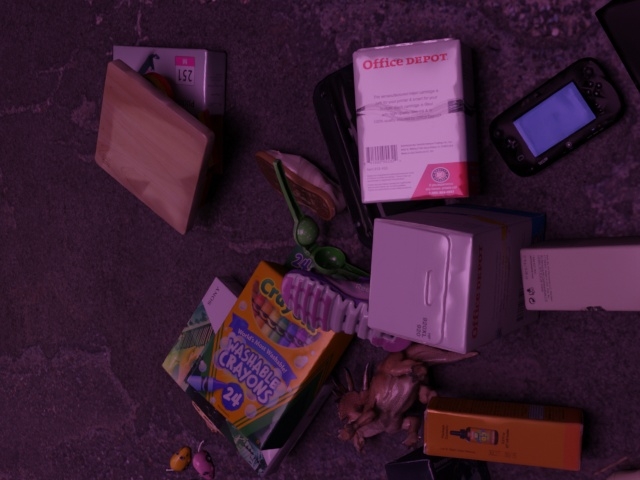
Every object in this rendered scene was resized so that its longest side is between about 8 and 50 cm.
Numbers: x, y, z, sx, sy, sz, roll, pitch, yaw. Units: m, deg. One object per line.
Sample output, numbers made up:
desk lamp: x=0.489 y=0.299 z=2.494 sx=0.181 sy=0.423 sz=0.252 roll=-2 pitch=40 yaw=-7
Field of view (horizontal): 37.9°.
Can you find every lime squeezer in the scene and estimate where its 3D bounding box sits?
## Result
lime squeezer: x=0.000 y=0.000 z=1.618 sx=0.310 sy=0.059 sz=0.110 roll=49 pitch=160 yaw=-3

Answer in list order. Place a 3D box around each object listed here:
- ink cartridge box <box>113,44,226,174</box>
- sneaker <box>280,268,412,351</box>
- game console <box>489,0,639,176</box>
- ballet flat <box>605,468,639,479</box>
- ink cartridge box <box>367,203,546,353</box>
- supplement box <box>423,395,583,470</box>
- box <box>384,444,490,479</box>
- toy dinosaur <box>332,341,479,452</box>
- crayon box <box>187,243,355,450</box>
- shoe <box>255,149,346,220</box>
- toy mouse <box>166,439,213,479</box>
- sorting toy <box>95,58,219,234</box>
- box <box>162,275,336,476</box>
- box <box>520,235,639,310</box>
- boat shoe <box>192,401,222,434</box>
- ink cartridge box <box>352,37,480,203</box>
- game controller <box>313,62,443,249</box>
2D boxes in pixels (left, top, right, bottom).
ink cartridge box: x=-0.307 y=-0.263 z=1.855 sx=0.275 sy=0.060 sz=0.239 roll=11 pitch=103 yaw=37
sneaker: x=0.052 y=0.099 z=1.552 sx=0.236 sy=0.105 sz=0.095 roll=20 pitch=131 yaw=4
game console: x=0.401 y=-0.200 z=1.306 sx=0.361 sy=0.044 sz=0.213 roll=-35 pitch=75 yaw=38
ballet flat: x=0.493 y=0.439 z=1.322 sx=0.086 sy=0.086 sz=0.248 roll=-36 pitch=74 yaw=37
ink cartridge box: x=0.205 y=0.046 z=1.382 sx=0.168 sy=0.232 sz=0.171 roll=10 pitch=104 yaw=37
supplement box: x=0.276 y=0.289 z=1.412 sx=0.233 sy=0.080 sz=0.078 roll=3 pitch=102 yaw=12
box: x=0.199 y=0.409 z=1.497 sx=0.093 sy=0.156 sz=0.158 roll=-20 pitch=85 yaw=38
toy dinosaur: x=0.120 y=0.245 z=1.569 sx=0.127 sy=0.200 sz=0.296 roll=39 pitch=102 yaw=-18
crayon box: x=-0.074 y=0.183 z=1.664 sx=0.203 sy=0.083 sz=0.323 roll=37 pitch=99 yaw=28
shoe: x=-0.033 y=-0.107 z=1.669 sx=0.219 sy=0.058 sz=0.077 roll=36 pitch=150 yaw=33
toy mouse: x=-0.265 y=0.498 z=1.966 sx=0.143 sy=0.031 sz=0.161 roll=48 pitch=123 yaw=22
sorting toy: x=-0.302 y=-0.189 z=1.792 sx=0.257 sy=0.089 sz=0.255 roll=39 pitch=136 yaw=17
box: x=-0.144 y=0.255 z=1.783 sx=0.322 sy=0.058 sz=0.232 roll=42 pitch=109 yaw=28
box: x=0.425 y=0.044 z=1.285 sx=0.275 sy=0.113 sz=0.094 roll=-2 pitch=97 yaw=40
boat shoe: x=-0.204 y=0.355 z=1.878 sx=0.170 sy=0.063 sz=0.059 roll=45 pitch=125 yaw=35
ink cartridge box: x=0.150 y=-0.181 z=1.442 sx=0.171 sy=0.100 sz=0.237 roll=-3 pitch=93 yaw=22
game controller: x=0.095 y=-0.146 z=1.560 sx=0.166 sy=0.067 sz=0.319 roll=-20 pitch=85 yaw=25
